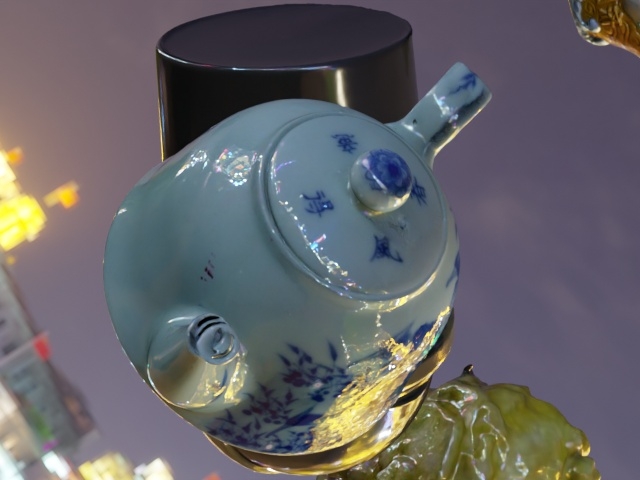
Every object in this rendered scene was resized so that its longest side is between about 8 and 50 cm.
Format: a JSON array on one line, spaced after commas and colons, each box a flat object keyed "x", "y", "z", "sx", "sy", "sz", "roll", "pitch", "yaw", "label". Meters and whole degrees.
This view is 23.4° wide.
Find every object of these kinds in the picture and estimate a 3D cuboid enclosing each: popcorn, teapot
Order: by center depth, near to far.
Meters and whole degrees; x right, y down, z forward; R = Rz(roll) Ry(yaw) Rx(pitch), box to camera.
[{"x": 0.000, "y": 0.000, "z": 0.682, "sx": 0.159, "sy": 0.232, "sz": 0.159, "roll": 24, "pitch": -42, "yaw": 24, "label": "teapot"}, {"x": 0.128, "y": 0.212, "z": 1.430, "sx": 0.233, "sy": 0.266, "sz": 0.192, "roll": 82, "pitch": 10, "yaw": -82, "label": "popcorn"}]

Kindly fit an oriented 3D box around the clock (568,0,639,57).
[{"x": 0.259, "y": -0.241, "z": 1.227, "sx": 0.103, "sy": 0.144, "sz": 0.231, "roll": -22, "pitch": 99, "yaw": -73, "label": "clock"}]

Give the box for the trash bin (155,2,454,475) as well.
[{"x": -0.011, "y": 0.014, "z": 1.093, "sx": 0.214, "sy": 0.214, "sz": 0.334, "roll": 27, "pitch": -54, "yaw": 51, "label": "trash bin"}]
